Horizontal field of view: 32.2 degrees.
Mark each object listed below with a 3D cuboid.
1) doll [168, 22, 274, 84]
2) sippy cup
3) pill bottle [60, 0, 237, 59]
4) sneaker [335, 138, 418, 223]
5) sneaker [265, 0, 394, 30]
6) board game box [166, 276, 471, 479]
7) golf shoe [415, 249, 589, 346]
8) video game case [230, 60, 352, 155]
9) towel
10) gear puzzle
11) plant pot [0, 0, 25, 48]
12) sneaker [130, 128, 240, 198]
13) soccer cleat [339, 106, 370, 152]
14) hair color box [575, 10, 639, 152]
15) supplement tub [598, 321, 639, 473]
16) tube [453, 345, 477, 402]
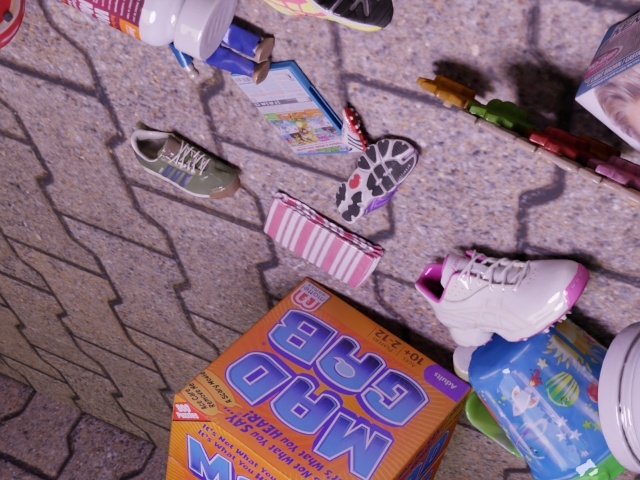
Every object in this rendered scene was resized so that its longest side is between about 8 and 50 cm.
[{"bbox_3d":[-0.155,-0.263,1.440,0.189,0.046,0.129,26,136,12],"label":"doll"},{"bbox_3d":[0.345,0.220,1.632,0.305,0.240,0.224,-41,100,17],"label":"sippy cup"},{"bbox_3d":[-0.219,-0.310,1.342,0.221,0.121,0.121,27,155,6],"label":"pill bottle"},{"bbox_3d":[0.083,-0.088,1.516,0.170,0.071,0.068,-42,72,50],"label":"sneaker"},{"bbox_3d":[-0.010,-0.284,1.236,0.208,0.081,0.094,30,163,15],"label":"sneaker"},{"bbox_3d":[-0.015,0.363,1.920,0.356,0.356,0.356,33,138,19],"label":"board game box"},{"bbox_3d":[0.246,0.070,1.569,0.140,0.115,0.306,42,150,-13],"label":"golf shoe"},{"bbox_3d":[-0.034,-0.177,1.515,0.119,0.015,0.166,1,142,44],"label":"video game case"},{"bbox_3d":[0.000,0.000,1.794,0.197,0.029,0.144,31,155,2],"label":"towel"},{"bbox_3d":[0.250,-0.120,1.220,0.339,0.044,0.175,32,-164,34],"label":"gear puzzle"},{"bbox_3d":[-0.523,-0.330,1.546,0.174,0.191,0.191,0,142,42],"label":"plant pot"},{"bbox_3d":[-0.222,-0.125,1.745,0.192,0.064,0.086,20,158,27],"label":"sneaker"},{"bbox_3d":[0.039,-0.145,1.474,0.035,0.029,0.083,-12,144,18],"label":"soccer cleat"},{"bbox_3d":[0.437,-0.096,1.067,0.347,0.105,0.174,37,153,-13],"label":"hair color box"},{"bbox_3d":[0.534,0.198,1.347,0.241,0.241,0.331,44,151,-28],"label":"supplement tub"},{"bbox_3d":[0.269,0.250,1.935,0.240,0.062,0.070,72,175,-61],"label":"tube"}]
